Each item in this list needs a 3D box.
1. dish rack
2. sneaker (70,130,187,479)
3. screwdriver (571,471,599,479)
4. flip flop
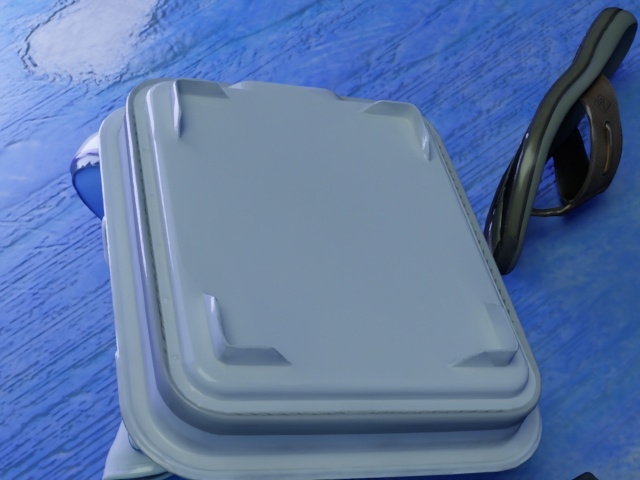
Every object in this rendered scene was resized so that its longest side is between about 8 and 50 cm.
[{"bbox_3d":[0.000,0.000,0.691,0.285,0.072,0.333,3,46,-21],"label":"dish rack"},{"bbox_3d":[-0.119,0.062,0.756,0.322,0.130,0.236,28,59,18],"label":"sneaker"},{"bbox_3d":[0.124,0.215,0.691,0.170,0.025,0.024,-36,58,-4],"label":"screwdriver"},{"bbox_3d":[0.213,-0.083,0.829,0.080,0.112,0.277,31,60,10],"label":"flip flop"}]
